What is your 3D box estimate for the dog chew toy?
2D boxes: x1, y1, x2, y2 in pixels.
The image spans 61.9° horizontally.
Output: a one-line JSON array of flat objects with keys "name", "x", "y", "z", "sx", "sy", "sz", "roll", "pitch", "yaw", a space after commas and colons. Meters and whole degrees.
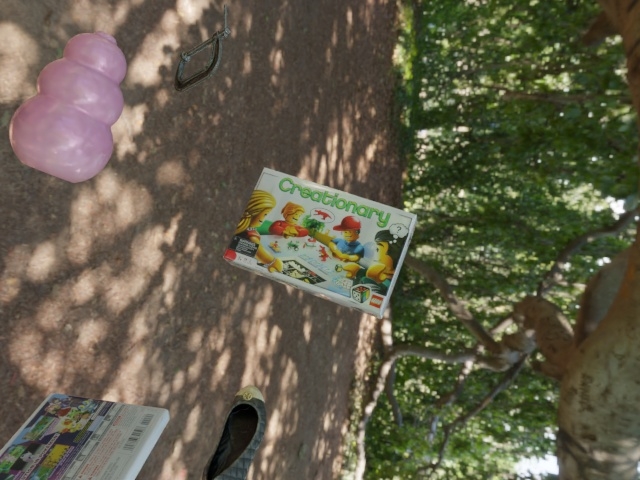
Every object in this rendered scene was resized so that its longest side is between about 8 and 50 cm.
[{"name": "dog chew toy", "x": -0.534, "y": -0.300, "z": 1.172, "sx": 0.331, "sy": 0.207, "sz": 0.206, "roll": -69, "pitch": 163, "yaw": -2}]

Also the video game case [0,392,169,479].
[{"name": "video game case", "x": -0.315, "y": 0.279, "z": 0.663, "sx": 0.201, "sy": 0.183, "sz": 0.023, "roll": -67, "pitch": 159, "yaw": -58}]

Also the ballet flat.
[{"name": "ballet flat", "x": -0.106, "y": 0.254, "z": 0.688, "sx": 0.173, "sy": 0.057, "sz": 0.049, "roll": -77, "pitch": 165, "yaw": -55}]

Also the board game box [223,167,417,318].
[{"name": "board game box", "x": 0.000, "y": 0.000, "z": 0.975, "sx": 0.053, "sy": 0.305, "sz": 0.193, "roll": 67, "pitch": 43, "yaw": -70}]

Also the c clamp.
[{"name": "c clamp", "x": -0.231, "y": -0.360, "z": 1.037, "sx": 0.022, "sy": 0.161, "sz": 0.137, "roll": 19, "pitch": 60, "yaw": -48}]
